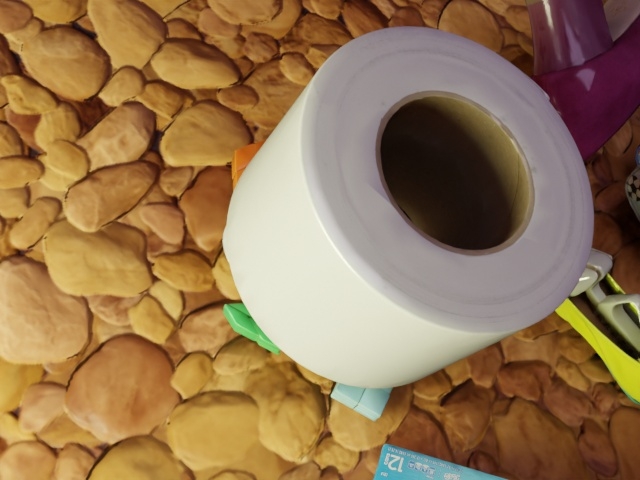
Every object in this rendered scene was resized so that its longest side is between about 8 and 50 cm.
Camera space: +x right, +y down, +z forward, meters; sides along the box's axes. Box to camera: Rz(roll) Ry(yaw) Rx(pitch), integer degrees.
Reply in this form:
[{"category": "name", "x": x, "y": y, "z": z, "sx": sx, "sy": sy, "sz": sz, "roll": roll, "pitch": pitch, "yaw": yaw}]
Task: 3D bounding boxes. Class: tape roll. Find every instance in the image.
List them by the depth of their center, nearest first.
[{"category": "tape roll", "x": 0.065, "y": -0.021, "z": 0.738, "sx": 0.246, "sy": 0.169, "sz": 0.246, "roll": 9, "pitch": 66, "yaw": -20}]

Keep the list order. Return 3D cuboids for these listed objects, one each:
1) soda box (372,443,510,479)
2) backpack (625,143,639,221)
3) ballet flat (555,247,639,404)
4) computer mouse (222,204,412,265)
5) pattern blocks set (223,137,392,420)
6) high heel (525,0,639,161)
[{"category": "soda box", "x": 0.140, "y": 0.229, "z": 0.732, "sx": 0.210, "sy": 0.071, "sz": 0.067, "roll": 14, "pitch": 59, "yaw": 11}, {"category": "backpack", "x": 0.454, "y": -0.036, "z": 0.903, "sx": 0.213, "sy": 0.276, "sz": 0.263, "roll": -32, "pitch": 84, "yaw": -23}, {"category": "ballet flat", "x": 0.266, "y": 0.055, "z": 0.891, "sx": 0.077, "sy": 0.077, "sz": 0.231, "roll": -34, "pitch": 78, "yaw": -28}, {"category": "computer mouse", "x": 0.000, "y": 0.000, "z": 0.825, "sx": 0.192, "sy": 0.042, "sz": 0.106, "roll": -6, "pitch": 71, "yaw": -26}, {"category": "pattern blocks set", "x": 0.046, "y": -0.009, "z": 0.881, "sx": 0.285, "sy": 0.026, "sz": 0.325, "roll": 38, "pitch": 59, "yaw": 3}, {"category": "high heel", "x": 0.376, "y": -0.208, "z": 1.068, "sx": 0.377, "sy": 0.127, "sz": 0.182, "roll": -16, "pitch": 99, "yaw": -28}]
